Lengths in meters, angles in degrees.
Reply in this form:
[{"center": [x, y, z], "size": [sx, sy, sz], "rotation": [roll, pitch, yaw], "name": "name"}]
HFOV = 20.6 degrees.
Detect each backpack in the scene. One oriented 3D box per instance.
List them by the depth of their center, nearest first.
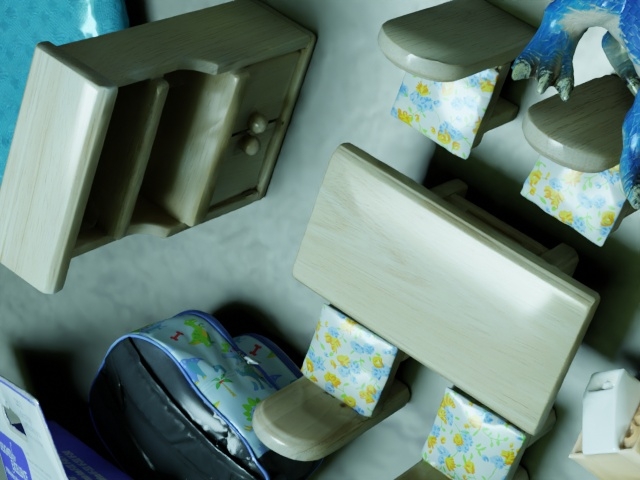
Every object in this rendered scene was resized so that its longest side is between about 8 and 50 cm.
[{"center": [-0.058, 0.094, 0.909], "size": [0.114, 0.084, 0.105], "rotation": [48, 132, 13], "name": "backpack"}]

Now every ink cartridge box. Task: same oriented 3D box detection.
[{"center": [-0.126, 0.161, 0.945], "size": [0.206, 0.045, 0.208], "rotation": [9, 118, 68], "name": "ink cartridge box"}]

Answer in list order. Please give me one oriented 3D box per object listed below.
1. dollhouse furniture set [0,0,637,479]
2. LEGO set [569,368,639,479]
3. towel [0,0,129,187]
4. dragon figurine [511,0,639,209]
[{"center": [0.000, 0.000, 0.787], "size": [0.242, 0.161, 0.212], "rotation": [33, 122, 23], "name": "dollhouse furniture set"}, {"center": [0.225, 0.046, 0.705], "size": [0.287, 0.107, 0.132], "rotation": [-56, 37, 39], "name": "LEGO set"}, {"center": [-0.221, -0.190, 0.963], "size": [0.271, 0.040, 0.370], "rotation": [-1, 103, 35], "name": "towel"}, {"center": [0.147, -0.105, 0.679], "size": [0.144, 0.085, 0.289], "rotation": [-64, 36, 30], "name": "dragon figurine"}]
